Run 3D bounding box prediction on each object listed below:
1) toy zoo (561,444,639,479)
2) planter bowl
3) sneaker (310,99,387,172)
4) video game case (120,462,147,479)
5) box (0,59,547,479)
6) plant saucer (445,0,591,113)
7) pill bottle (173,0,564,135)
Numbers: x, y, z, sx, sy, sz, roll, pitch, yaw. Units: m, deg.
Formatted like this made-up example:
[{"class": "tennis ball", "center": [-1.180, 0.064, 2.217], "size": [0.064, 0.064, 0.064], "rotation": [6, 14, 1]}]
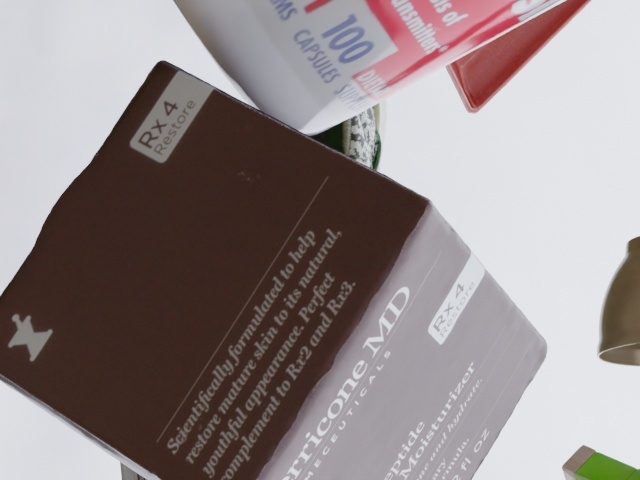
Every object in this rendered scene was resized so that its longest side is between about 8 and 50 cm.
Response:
[{"class": "toy zoo", "center": [0.317, 0.272, 1.468], "size": [0.293, 0.192, 0.030], "rotation": [21, -127, 43]}, {"class": "planter bowl", "center": [0.333, 0.050, 1.833], "size": [0.162, 0.162, 0.109], "rotation": [-23, -115, 60]}, {"class": "sneaker", "center": [0.000, 0.000, 1.916], "size": [0.182, 0.158, 0.410], "rotation": [-67, 149, -79]}, {"class": "video game case", "center": [-0.031, 0.206, 1.181], "size": [0.022, 0.173, 0.190], "rotation": [-16, 103, -68]}, {"class": "box", "center": [-0.023, 0.052, 0.957], "size": [0.167, 0.203, 0.168], "rotation": [29, -98, 29]}, {"class": "plant saucer", "center": [0.173, -0.271, 1.725], "size": [0.258, 0.259, 0.047], "rotation": [-44, -125, -7]}, {"class": "pill bottle", "center": [0.107, -0.240, 0.993], "size": [0.407, 0.229, 0.229], "rotation": [-28, -148, 10]}]
